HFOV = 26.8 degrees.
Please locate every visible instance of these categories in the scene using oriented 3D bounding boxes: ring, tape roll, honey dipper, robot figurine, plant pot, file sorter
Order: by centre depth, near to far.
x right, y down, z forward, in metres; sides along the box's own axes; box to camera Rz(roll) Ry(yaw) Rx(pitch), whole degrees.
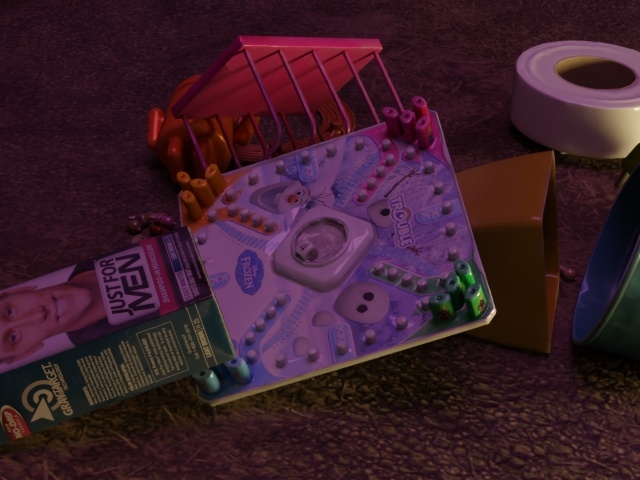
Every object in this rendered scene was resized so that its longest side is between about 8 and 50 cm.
[{"bbox_3d":[0.503,0.058,1.775,0.255,0.272,0.272,22,33,1],"label":"plant pot"},{"bbox_3d":[0.229,0.014,1.869,0.187,0.212,0.212,-1,29,14],"label":"plant pot"},{"bbox_3d":[0.324,0.017,2.028,0.030,0.030,0.160,-18,41,-32],"label":"honey dipper"},{"bbox_3d":[-0.037,-0.184,2.074,0.290,0.202,0.182,-6,66,-42],"label":"file sorter"},{"bbox_3d":[-0.197,-0.185,2.192,0.158,0.128,0.219,-30,31,33],"label":"robot figurine"},{"bbox_3d":[0.481,-0.254,2.372,0.286,0.100,0.286,2,31,-1],"label":"tape roll"},{"bbox_3d":[-0.104,-0.225,2.382,0.336,0.032,0.337,3,32,-2],"label":"ring"}]

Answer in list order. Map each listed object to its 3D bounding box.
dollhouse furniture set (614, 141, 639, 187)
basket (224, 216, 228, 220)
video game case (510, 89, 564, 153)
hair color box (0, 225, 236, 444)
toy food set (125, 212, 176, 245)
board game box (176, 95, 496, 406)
[{"bbox_3d":[0.607,-0.016,2.071,0.197,0.151,0.302,-18,66,-21],"label":"dollhouse furniture set"},{"bbox_3d":[-0.045,0.011,1.926,0.167,0.103,0.113,18,34,24],"label":"basket"},{"bbox_3d":[0.484,-0.226,2.447,0.206,0.026,0.227,-6,33,-16],"label":"video game case"},{"bbox_3d":[-0.295,0.118,1.637,0.347,0.105,0.174,-20,34,-6],"label":"hair color box"},{"bbox_3d":[-0.253,-0.015,2.030,0.078,0.019,0.122,-6,32,-16],"label":"toy food set"},{"bbox_3d":[0.000,0.000,1.777,0.390,0.050,0.390,-17,47,7],"label":"board game box"}]
